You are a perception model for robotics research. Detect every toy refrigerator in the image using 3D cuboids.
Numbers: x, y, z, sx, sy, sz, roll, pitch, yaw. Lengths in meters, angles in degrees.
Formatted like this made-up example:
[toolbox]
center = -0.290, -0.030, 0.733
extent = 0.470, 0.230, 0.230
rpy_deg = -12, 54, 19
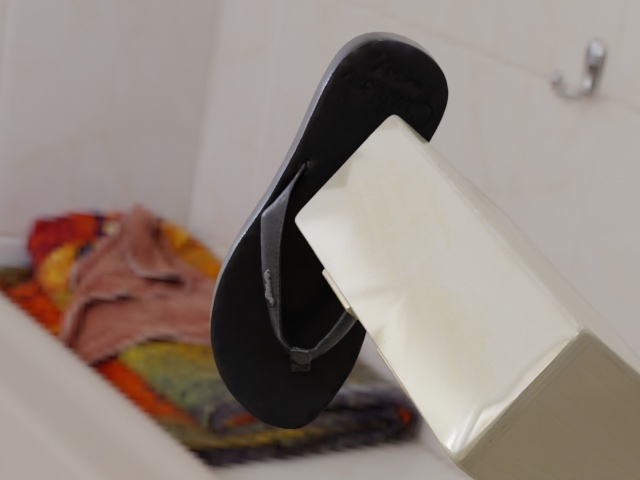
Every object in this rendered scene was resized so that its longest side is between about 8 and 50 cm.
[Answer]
[toy refrigerator]
center = 0.080, 0.043, 0.904
extent = 0.102, 0.094, 0.269
rpy_deg = 39, 9, -29

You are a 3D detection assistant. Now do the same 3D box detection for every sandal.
[sandal]
center = -0.001, -0.001, 1.051
extent = 0.097, 0.254, 0.054
rpy_deg = 15, 19, -11
